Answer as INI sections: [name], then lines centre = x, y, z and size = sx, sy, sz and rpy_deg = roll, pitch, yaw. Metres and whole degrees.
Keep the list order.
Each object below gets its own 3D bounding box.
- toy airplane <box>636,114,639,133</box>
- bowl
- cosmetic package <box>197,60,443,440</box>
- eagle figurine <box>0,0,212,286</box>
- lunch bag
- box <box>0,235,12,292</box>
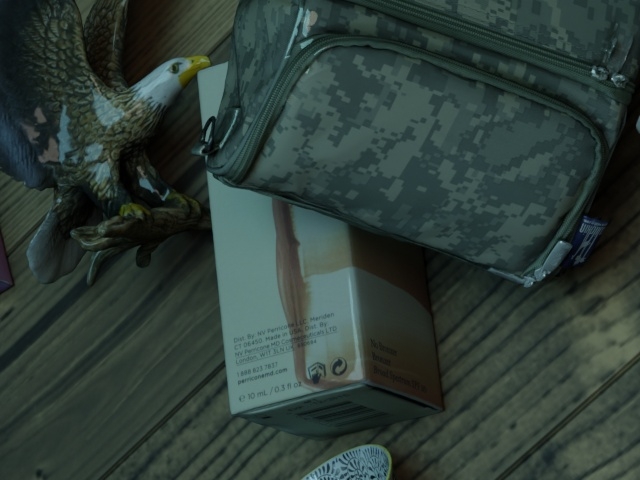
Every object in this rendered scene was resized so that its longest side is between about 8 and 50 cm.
[toy airplane]
centre = 0.335, -0.178, 1.337
size = 0.272, 0.386, 0.384
rpy_deg = 40, 90, -8
[bowl]
centre = 0.014, 0.249, 1.570
size = 0.170, 0.170, 0.080
rpy_deg = -35, 106, 18
[cosmetic package]
centre = 0.000, 0.000, 1.621
size = 0.129, 0.153, 0.296
rpy_deg = -16, 70, 25
[eagle figurine]
centre = -0.199, -0.127, 1.744
size = 0.225, 0.226, 0.298
rpy_deg = -26, 78, -17
[lunch bag]
centre = 0.080, -0.122, 1.483
size = 0.212, 0.305, 0.256
rpy_deg = -146, 75, -72
[box]
centre = -0.443, -0.010, 1.908
size = 0.243, 0.117, 0.213
rpy_deg = -29, 64, 22
